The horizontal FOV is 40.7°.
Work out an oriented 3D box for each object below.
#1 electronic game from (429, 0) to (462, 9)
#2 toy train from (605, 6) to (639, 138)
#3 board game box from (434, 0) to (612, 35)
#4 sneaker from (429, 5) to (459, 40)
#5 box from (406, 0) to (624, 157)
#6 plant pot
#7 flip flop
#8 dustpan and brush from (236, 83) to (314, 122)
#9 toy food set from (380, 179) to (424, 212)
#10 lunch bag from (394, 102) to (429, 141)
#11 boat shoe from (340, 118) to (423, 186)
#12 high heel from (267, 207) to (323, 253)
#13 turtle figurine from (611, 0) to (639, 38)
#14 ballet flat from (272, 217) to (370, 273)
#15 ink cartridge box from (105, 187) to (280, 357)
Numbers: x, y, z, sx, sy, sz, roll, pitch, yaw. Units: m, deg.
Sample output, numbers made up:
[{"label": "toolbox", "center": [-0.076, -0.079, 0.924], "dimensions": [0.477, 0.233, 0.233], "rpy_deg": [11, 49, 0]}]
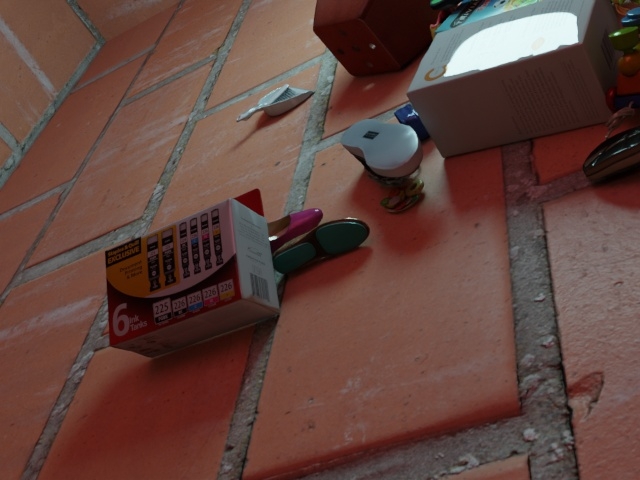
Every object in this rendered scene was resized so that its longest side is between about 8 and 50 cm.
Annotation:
[{"label": "electronic game", "center": [0.342, -0.605, 1.956], "dimensions": [0.229, 0.048, 0.229], "rpy_deg": [-39, 16, 14]}, {"label": "toy train", "center": [0.508, -0.282, 1.412], "dimensions": [0.105, 0.143, 0.248], "rpy_deg": [-1, 28, 45]}, {"label": "board game box", "center": [0.445, -0.499, 1.822], "dimensions": [0.336, 0.079, 0.253], "rpy_deg": [10, 53, 50]}, {"label": "sneaker", "center": [0.330, -0.532, 2.053], "dimensions": [0.082, 0.094, 0.208], "rpy_deg": [-1, 42, 47]}, {"label": "box", "center": [0.371, -0.312, 1.616], "dimensions": [0.345, 0.168, 0.215], "rpy_deg": [-9, 39, 37]}, {"label": "plant pot", "center": [0.140, -0.562, 2.152], "dimensions": [0.267, 0.267, 0.235], "rpy_deg": [3, 58, 48]}, {"label": "flip flop", "center": [0.527, -0.141, 1.307], "dimensions": [0.277, 0.080, 0.112], "rpy_deg": [-26, 14, 48]}, {"label": "dustpan and brush", "center": [-0.135, -0.366, 2.318], "dimensions": [0.211, 0.060, 0.147], "rpy_deg": [-43, 30, -14]}, {"label": "toy food set", "center": [0.157, -0.084, 1.649], "dimensions": [0.083, 0.020, 0.082], "rpy_deg": [-1, 44, 44]}, {"label": "lunch bag", "center": [0.202, -0.252, 1.801], "dimensions": [0.065, 0.067, 0.098], "rpy_deg": [-32, 28, 5]}, {"label": "boat shoe", "center": [0.134, -0.160, 1.702], "dimensions": [0.113, 0.105, 0.306], "rpy_deg": [-44, 24, -8]}, {"label": "high heel", "center": [-0.120, -0.027, 1.750], "dimensions": [0.244, 0.117, 0.082], "rpy_deg": [-26, 30, 16]}, {"label": "turtle figurine", "center": [0.647, -0.485, 1.646], "dimensions": [0.218, 0.087, 0.269], "rpy_deg": [-16, 66, 11]}, {"label": "ballet flat", "center": [0.000, 0.000, 1.643], "dimensions": [0.206, 0.073, 0.067], "rpy_deg": [-20, 18, 17]}, {"label": "ink cartridge box", "center": [-0.254, 0.047, 1.649], "dimensions": [0.310, 0.130, 0.271], "rpy_deg": [-21, 63, 24]}]
